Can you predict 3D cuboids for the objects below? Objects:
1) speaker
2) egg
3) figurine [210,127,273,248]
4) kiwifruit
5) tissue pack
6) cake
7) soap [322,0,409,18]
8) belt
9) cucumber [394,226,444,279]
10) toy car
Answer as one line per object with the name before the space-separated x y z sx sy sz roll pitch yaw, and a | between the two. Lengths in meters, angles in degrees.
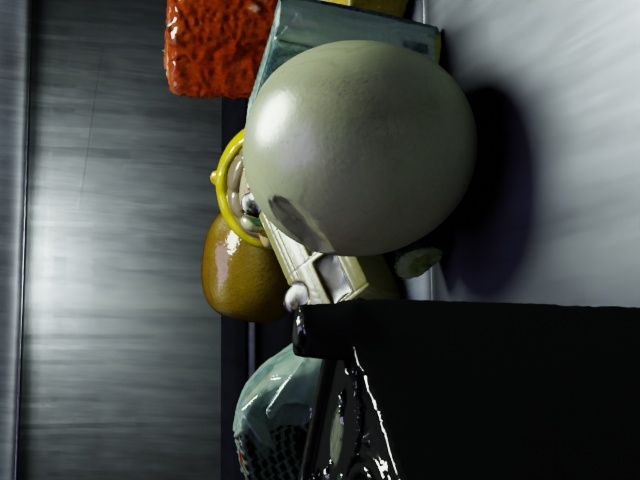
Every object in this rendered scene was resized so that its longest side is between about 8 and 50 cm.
speaker | 0.110 0.167 0.583 0.232 0.254 0.184 -110 26 -59
egg | 0.034 -0.091 1.011 0.269 0.219 0.219 -15 73 53
figurine | -0.058 -0.061 1.588 0.343 0.187 0.215 -126 47 -61
kiwifruit | -0.120 0.032 1.827 0.196 0.196 0.233 146 129 -75
tissue pack | 0.018 -0.180 1.197 0.257 0.185 0.081 119 159 -66
cake | -0.128 -0.406 1.705 0.319 0.270 0.269 -111 26 -62
soap | 0.055 -0.310 1.293 0.257 0.080 0.160 136 135 -73
belt | 0.010 0.239 1.155 0.150 0.207 0.257 169 85 -77
cucumber | 0.094 -0.048 1.137 0.052 0.058 0.214 86 176 -46
toy car | 0.000 0.000 1.295 0.124 0.101 0.256 -39 57 23
